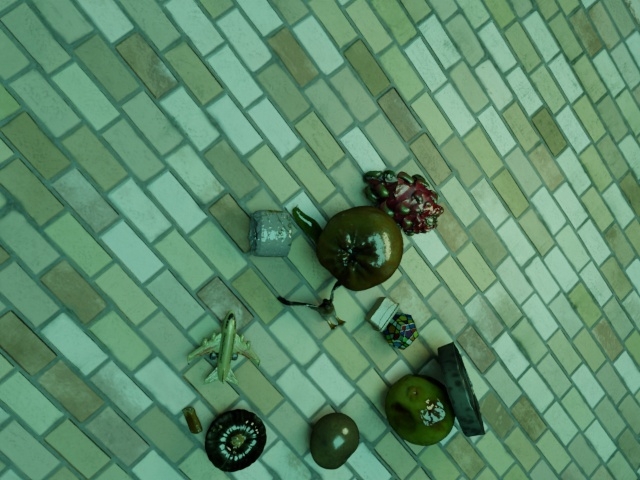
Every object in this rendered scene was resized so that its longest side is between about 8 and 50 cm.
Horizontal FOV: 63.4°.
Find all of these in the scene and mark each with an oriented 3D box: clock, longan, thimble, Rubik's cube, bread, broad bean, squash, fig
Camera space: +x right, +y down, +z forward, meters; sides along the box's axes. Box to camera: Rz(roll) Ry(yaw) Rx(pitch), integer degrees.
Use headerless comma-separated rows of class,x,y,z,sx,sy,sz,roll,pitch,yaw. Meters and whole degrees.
clock,0.491,0.517,1.809,0.067,0.325,0.324,-20,100,14
longan,0.043,0.668,1.731,0.168,0.167,0.187,20,84,-19
thimble,-0.162,-0.022,1.654,0.118,0.127,0.151,1,86,-21
Rubik's cube,0.282,0.318,1.827,0.133,0.133,0.111,32,56,-17
bread,-0.403,0.567,1.638,0.036,0.047,0.083,-29,105,-47
broad bean,0.001,-0.001,1.756,0.060,0.043,0.297,-37,104,-4
squash,-0.264,0.628,1.632,0.193,0.156,0.193,12,71,-37
fig,0.350,0.603,1.814,0.240,0.239,0.270,-27,131,-16

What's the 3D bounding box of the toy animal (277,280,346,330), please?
toy animal,0.032,0.214,1.696,0.273,0.197,0.160,-29,111,-11

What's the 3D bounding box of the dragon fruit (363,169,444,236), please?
dragon fruit,0.281,-0.134,1.768,0.273,0.198,0.218,24,93,-17

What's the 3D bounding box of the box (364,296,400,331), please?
box,0.214,0.254,1.818,0.062,0.089,0.122,38,79,-5

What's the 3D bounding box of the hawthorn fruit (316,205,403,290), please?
hawthorn fruit,0.143,0.018,1.678,0.301,0.268,0.267,-32,106,-59

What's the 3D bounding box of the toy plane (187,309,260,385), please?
toy plane,-0.299,0.338,1.640,0.229,0.092,0.244,7,89,-17
